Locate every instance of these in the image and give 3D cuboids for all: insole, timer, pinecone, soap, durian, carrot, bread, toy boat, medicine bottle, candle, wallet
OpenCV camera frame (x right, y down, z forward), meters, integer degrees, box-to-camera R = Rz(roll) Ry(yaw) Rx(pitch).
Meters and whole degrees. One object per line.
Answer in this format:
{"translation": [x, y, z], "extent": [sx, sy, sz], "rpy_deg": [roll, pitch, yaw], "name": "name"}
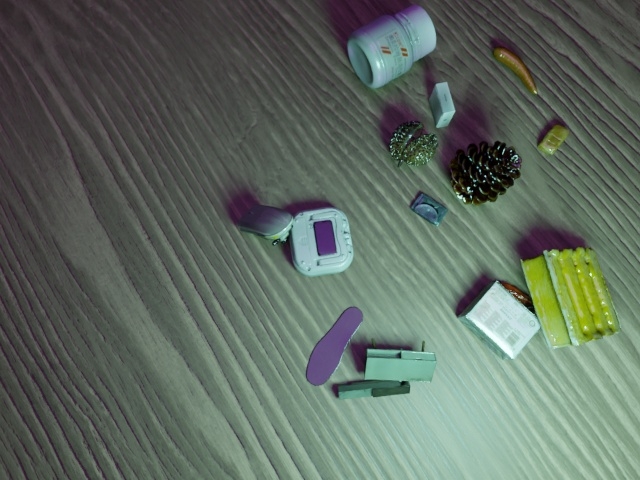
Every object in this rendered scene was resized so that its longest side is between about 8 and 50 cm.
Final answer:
{"translation": [0.052, 0.389, 1.809], "extent": [0.111, 0.007, 0.328], "rpy_deg": [33, 79, 7], "name": "insole"}
{"translation": [0.000, 0.000, 1.858], "extent": [0.236, 0.087, 0.262], "rpy_deg": [-9, 76, -2], "name": "timer"}
{"translation": [0.625, -0.264, 1.820], "extent": [0.246, 0.292, 0.247], "rpy_deg": [4, 80, -23], "name": "pinecone"}
{"translation": [0.890, 0.194, 1.726], "extent": [0.293, 0.156, 0.335], "rpy_deg": [-5, 74, -35], "name": "soap"}
{"translation": [0.361, -0.368, 1.921], "extent": [0.195, 0.167, 0.196], "rpy_deg": [-7, 73, 25], "name": "durian"}
{"translation": [0.827, -0.723, 2.038], "extent": [0.271, 0.062, 0.066], "rpy_deg": [45, 48, 6], "name": "carrot"}
{"translation": [0.940, -0.408, 1.964], "extent": [0.074, 0.053, 0.132], "rpy_deg": [41, 79, 9], "name": "bread"}
{"translation": [-0.191, -0.054, 1.816], "extent": [0.269, 0.141, 0.141], "rpy_deg": [23, 76, 41], "name": "toy boat"}
{"translation": [0.285, -0.784, 1.959], "extent": [0.301, 0.241, 0.241], "rpy_deg": [-31, 79, -7], "name": "medicine bottle"}
{"translation": [0.736, 0.207, 1.825], "extent": [0.162, 0.048, 0.053], "rpy_deg": [27, 108, 5], "name": "candle"}
{"translation": [0.428, -0.123, 1.914], "extent": [0.129, 0.026, 0.088], "rpy_deg": [35, 79, 8], "name": "wallet"}

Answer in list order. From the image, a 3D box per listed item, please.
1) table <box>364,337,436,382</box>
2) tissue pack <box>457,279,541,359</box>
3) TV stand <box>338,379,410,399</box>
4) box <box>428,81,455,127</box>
{"translation": [0.279, 0.421, 1.738], "extent": [0.239, 0.122, 0.111], "rpy_deg": [3, 38, 1], "name": "table"}
{"translation": [0.651, 0.290, 1.767], "extent": [0.225, 0.124, 0.185], "rpy_deg": [44, 80, 8], "name": "tissue pack"}
{"translation": [0.192, 0.534, 1.749], "extent": [0.256, 0.049, 0.040], "rpy_deg": [-6, 39, 0], "name": "TV stand"}
{"translation": [0.487, -0.543, 1.959], "extent": [0.051, 0.129, 0.130], "rpy_deg": [-12, 77, -2], "name": "box"}
